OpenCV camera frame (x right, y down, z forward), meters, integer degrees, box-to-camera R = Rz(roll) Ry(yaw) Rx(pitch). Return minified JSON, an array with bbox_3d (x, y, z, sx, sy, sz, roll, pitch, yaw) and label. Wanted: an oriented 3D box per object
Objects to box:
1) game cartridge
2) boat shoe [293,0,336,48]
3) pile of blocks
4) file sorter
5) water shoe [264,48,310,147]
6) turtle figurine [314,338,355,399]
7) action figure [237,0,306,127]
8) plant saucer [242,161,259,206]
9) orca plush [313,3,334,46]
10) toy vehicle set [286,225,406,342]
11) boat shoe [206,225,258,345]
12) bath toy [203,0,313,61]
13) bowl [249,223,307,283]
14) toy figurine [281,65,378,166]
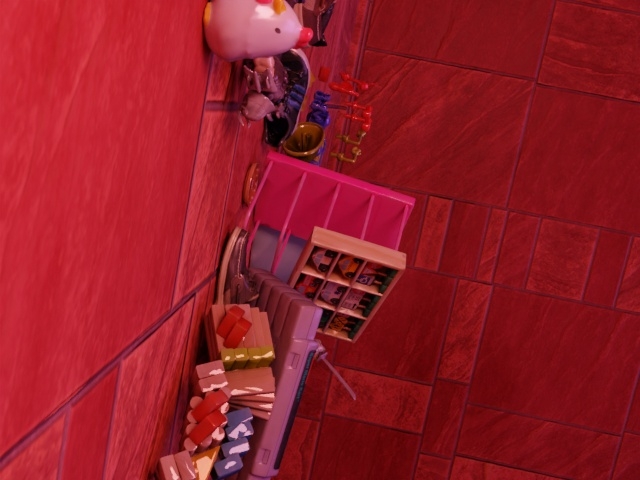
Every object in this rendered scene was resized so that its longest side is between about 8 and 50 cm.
[{"bbox_3d":[-0.110,0.248,1.368,0.230,0.068,0.354,27,-77,53],"label":"game cartridge"},{"bbox_3d":[0.001,-0.443,1.321,0.342,0.123,0.123,85,-2,-68],"label":"boat shoe"},{"bbox_3d":[-0.138,0.244,1.172,0.112,0.149,0.362,121,-14,-57],"label":"pile of blocks"},{"bbox_3d":[0.000,0.000,1.487,0.202,0.291,0.182,108,1,-51],"label":"file sorter"},{"bbox_3d":[-0.065,-0.266,1.463,0.080,0.073,0.203,-69,169,-49],"label":"water shoe"},{"bbox_3d":[-0.083,0.262,1.740,0.266,0.275,0.197,-87,-160,-44],"label":"turtle figurine"},{"bbox_3d":[-0.071,-0.294,1.139,0.185,0.099,0.284,120,-13,-78],"label":"action figure"},{"bbox_3d":[-0.129,-0.104,1.442,0.083,0.013,0.083,12,90,-86],"label":"plant saucer"},{"bbox_3d":[-0.021,-0.526,1.499,0.151,0.102,0.287,39,-64,42],"label":"orca plush"},{"bbox_3d":[0.028,0.087,1.396,0.266,0.166,0.035,116,-13,-51],"label":"toy vehicle set"},{"bbox_3d":[-0.143,0.089,1.356,0.080,0.074,0.223,-56,158,-84],"label":"boat shoe"},{"bbox_3d":[-0.044,-0.373,0.978,0.151,0.129,0.348,94,9,-67],"label":"bath toy"},{"bbox_3d":[-0.051,-0.019,1.792,0.311,0.163,0.311,12,90,-87],"label":"bowl"},{"bbox_3d":[0.006,-0.229,1.872,0.362,0.191,0.217,-77,-177,-46],"label":"toy figurine"}]
